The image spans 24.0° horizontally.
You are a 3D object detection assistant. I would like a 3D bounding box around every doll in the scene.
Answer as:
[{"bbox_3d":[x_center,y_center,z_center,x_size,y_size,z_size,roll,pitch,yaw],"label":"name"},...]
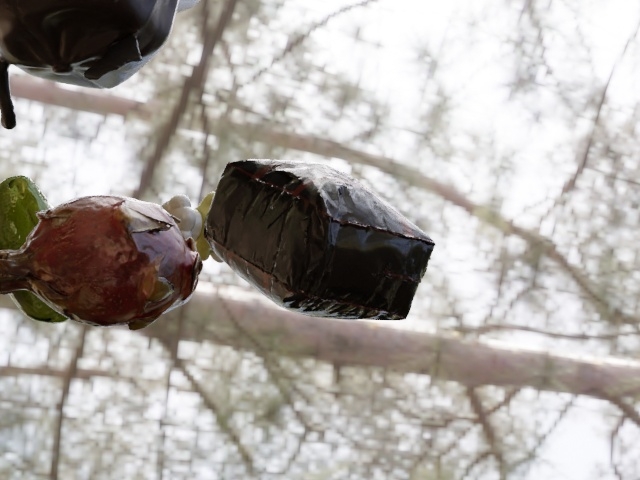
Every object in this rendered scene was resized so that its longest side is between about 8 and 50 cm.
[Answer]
[{"bbox_3d":[-0.165,-0.019,2.137,0.062,0.162,0.106,21,-77,46],"label":"doll"}]

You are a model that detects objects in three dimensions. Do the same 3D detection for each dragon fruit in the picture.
[{"bbox_3d":[-0.222,0.025,1.305,0.125,0.246,0.125,-125,-148,-60],"label":"dragon fruit"}]

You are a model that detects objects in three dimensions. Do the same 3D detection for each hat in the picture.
[{"bbox_3d":[-0.253,-0.227,1.682,0.238,0.336,0.208,-1,-94,26],"label":"hat"}]

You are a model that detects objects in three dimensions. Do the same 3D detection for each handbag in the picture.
[{"bbox_3d":[0.000,0.000,1.610,0.215,0.169,0.155,30,-81,53],"label":"handbag"}]

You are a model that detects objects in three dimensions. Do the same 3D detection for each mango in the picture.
[{"bbox_3d":[-0.284,0.007,1.504,0.074,0.091,0.165,-113,-172,-65],"label":"mango"}]
